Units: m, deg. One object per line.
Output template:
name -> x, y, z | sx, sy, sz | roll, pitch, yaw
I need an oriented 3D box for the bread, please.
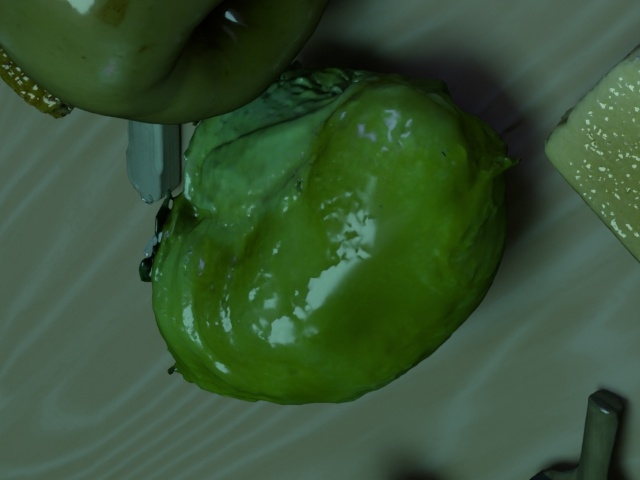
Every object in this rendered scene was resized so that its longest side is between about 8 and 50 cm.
bread -> 0.237, -0.035, 0.904 | 0.188, 0.068, 0.125 | 48, 144, 7

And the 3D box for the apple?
apple -> -0.118, -0.209, 0.991 | 0.262, 0.262, 0.262 | 28, 138, 29

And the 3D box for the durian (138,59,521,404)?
durian -> 0.000, 0.000, 1.084 | 0.340, 0.204, 0.255 | 3, 111, 45

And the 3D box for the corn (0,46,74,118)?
corn -> -0.305, -0.244, 1.299 | 0.313, 0.102, 0.102 | 48, 144, 0

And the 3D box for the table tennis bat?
table tennis bat -> 0.210, 0.225, 1.160 | 0.138, 0.022, 0.246 | 33, 132, 41

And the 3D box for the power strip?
power strip -> -0.150, -0.109, 1.294 | 0.047, 0.030, 0.191 | 33, 140, 26

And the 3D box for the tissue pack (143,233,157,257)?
tissue pack -> -0.099, 0.003, 1.278 | 0.074, 0.094, 0.059 | 50, 143, 1
